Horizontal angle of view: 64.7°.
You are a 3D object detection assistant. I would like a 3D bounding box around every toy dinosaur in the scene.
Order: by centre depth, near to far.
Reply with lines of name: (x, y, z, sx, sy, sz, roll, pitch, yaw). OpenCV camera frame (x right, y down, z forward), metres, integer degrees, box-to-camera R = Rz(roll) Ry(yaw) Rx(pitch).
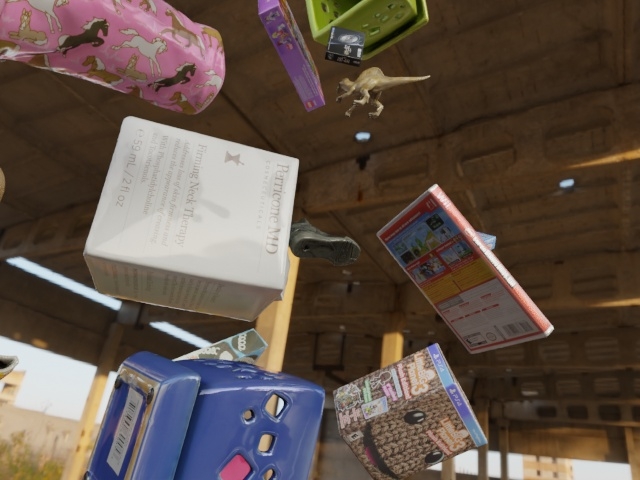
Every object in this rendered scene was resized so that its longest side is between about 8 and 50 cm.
toy dinosaur: (0.090, -0.266, 0.886, 0.183, 0.093, 0.053, 7, -19, 34)

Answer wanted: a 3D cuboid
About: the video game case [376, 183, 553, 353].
video game case: (0.230, 0.061, 0.859, 0.285, 0.025, 0.204, 52, -26, 4)

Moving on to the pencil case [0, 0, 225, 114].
pencil case: (-0.326, -0.316, 0.794, 0.167, 0.160, 0.386, -7, -6, 36)

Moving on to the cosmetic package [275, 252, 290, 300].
cosmetic package: (-0.296, 0.091, 1.639, 0.365, 0.197, 0.155, -6, -56, 7)

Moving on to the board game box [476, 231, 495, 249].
board game box: (0.317, -0.003, 1.315, 0.160, 0.039, 0.211, -17, 25, -37)

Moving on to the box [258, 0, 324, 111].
box: (-0.076, -0.519, 1.341, 0.057, 0.201, 0.293, -20, -44, 12)

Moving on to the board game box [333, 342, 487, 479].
board game box: (0.214, 0.429, 1.230, 0.291, 0.141, 0.232, -28, -63, 9)

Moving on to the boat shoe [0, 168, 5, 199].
boat shoe: (-0.557, -0.124, 0.596, 0.341, 0.122, 0.110, 19, -4, 3)

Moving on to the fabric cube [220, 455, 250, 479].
fabric cube: (-0.272, 0.523, 0.935, 0.254, 0.258, 0.259, -39, -12, 26)

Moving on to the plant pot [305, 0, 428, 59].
plant pot: (0.115, -0.573, 1.170, 0.228, 0.227, 0.207, -20, -19, 39)

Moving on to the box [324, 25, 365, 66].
box: (0.046, -0.360, 0.935, 0.067, 0.083, 0.018, 12, -35, -3)

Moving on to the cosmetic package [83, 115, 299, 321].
cosmetic package: (-0.292, -0.028, 1.189, 0.393, 0.330, 0.327, 12, -24, -14)

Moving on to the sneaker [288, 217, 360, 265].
sneaker: (0.000, 0.000, 1.352, 0.227, 0.130, 0.087, 9, -64, -34)

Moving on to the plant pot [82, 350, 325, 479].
plant pot: (-0.163, 0.269, 0.658, 0.212, 0.236, 0.236, 23, -16, -32)

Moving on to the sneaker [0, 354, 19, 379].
sneaker: (-0.648, 0.227, 0.922, 0.083, 0.070, 0.185, -33, -17, 3)

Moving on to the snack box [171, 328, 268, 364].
snack box: (-0.268, 0.304, 1.056, 0.322, 0.060, 0.187, -12, -39, -56)
